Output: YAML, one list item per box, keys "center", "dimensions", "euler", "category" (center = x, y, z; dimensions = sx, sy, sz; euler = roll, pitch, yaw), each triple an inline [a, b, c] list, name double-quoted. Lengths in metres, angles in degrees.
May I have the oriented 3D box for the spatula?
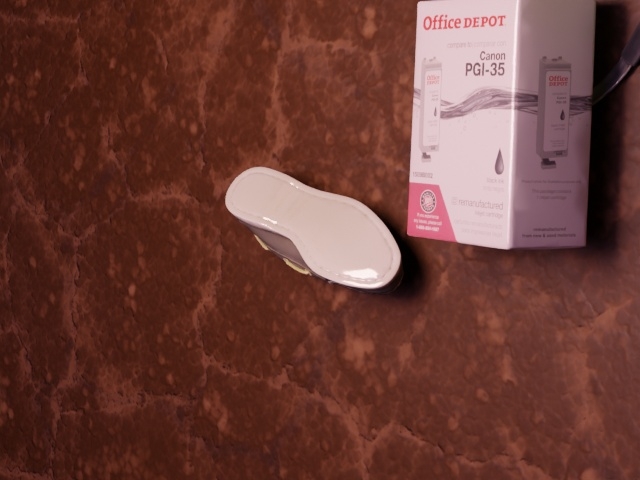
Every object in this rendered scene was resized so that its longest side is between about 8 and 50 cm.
- center: [0.326, -0.185, 1.709]
  dimensions: [0.296, 0.030, 0.084]
  euler: [-56, 47, 31]
  category: "spatula"

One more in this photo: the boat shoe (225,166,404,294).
- center: [0.003, -0.004, 2.004]
  dimensions: [0.305, 0.091, 0.109]
  euler: [29, 75, 39]
  category: "boat shoe"

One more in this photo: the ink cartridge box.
- center: [0.204, -0.138, 1.749]
  dimensions: [0.207, 0.117, 0.283]
  euler: [9, 99, 59]
  category: "ink cartridge box"
